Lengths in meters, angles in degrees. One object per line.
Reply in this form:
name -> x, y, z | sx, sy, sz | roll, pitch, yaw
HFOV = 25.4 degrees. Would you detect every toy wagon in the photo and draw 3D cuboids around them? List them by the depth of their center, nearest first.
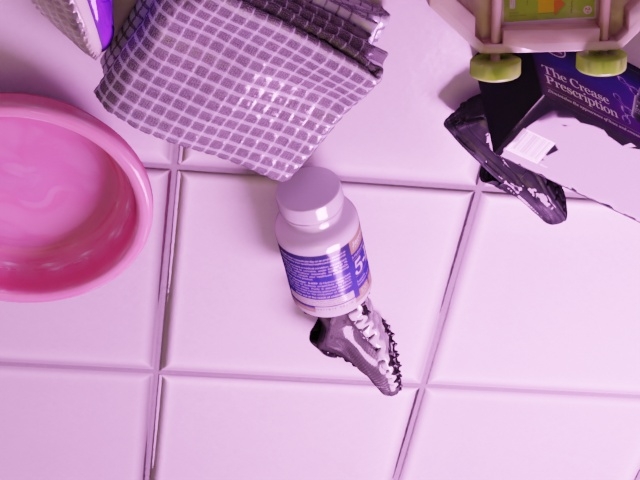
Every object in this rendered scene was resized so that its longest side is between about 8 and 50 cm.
toy wagon -> 0.284, -0.307, 1.506 | 0.344, 0.068, 0.267 | -3, 115, -3

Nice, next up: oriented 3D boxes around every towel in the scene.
towel -> -0.086, -0.201, 1.642 | 0.284, 0.121, 0.235 | 22, 129, -23

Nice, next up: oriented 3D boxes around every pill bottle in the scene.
pill bottle -> 0.000, 0.000, 1.846 | 0.112, 0.112, 0.186 | -9, 134, 5

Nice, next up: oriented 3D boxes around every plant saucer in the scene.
plant saucer -> -0.376, -0.062, 1.781 | 0.332, 0.084, 0.332 | -3, 134, -3

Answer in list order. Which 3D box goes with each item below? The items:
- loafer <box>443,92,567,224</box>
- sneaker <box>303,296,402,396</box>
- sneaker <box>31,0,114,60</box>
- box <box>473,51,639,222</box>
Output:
loafer -> 0.239, -0.097, 1.800 | 0.078, 0.076, 0.223 | -26, 125, 27
sneaker -> 0.042, 0.138, 2.011 | 0.106, 0.078, 0.234 | -16, 129, 15
sneaker -> -0.243, -0.317, 1.532 | 0.146, 0.102, 0.293 | -43, 159, -17
box -> 0.322, -0.143, 1.681 | 0.261, 0.184, 0.103 | 22, 125, -24
